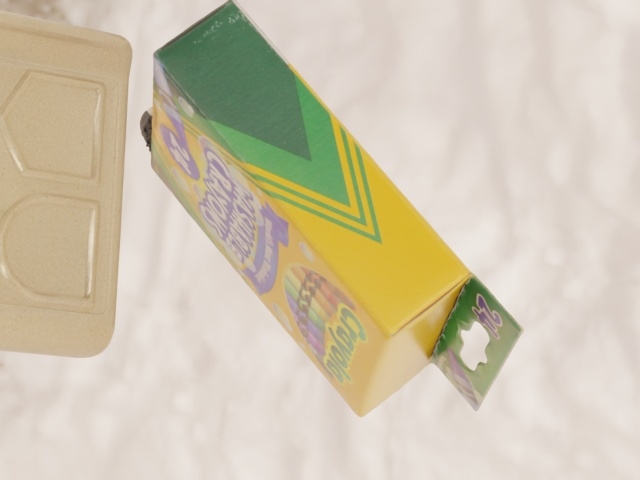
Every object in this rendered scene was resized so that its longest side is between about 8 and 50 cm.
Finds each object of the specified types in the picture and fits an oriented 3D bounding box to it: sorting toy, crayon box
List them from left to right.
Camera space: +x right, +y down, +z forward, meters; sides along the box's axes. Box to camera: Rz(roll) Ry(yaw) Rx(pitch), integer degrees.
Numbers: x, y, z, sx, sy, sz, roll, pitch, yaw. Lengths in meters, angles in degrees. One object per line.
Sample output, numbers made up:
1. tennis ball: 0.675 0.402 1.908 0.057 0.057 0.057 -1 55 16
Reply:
1. sorting toy: -0.273 -0.048 1.279 0.041 0.307 0.229 -5 78 57
2. crayon box: 0.000 0.000 1.430 0.323 0.083 0.203 49 162 13

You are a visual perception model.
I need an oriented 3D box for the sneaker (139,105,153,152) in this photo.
1. sneaker: -0.073 -0.088 1.618 0.057 0.161 0.075 120 164 -47
